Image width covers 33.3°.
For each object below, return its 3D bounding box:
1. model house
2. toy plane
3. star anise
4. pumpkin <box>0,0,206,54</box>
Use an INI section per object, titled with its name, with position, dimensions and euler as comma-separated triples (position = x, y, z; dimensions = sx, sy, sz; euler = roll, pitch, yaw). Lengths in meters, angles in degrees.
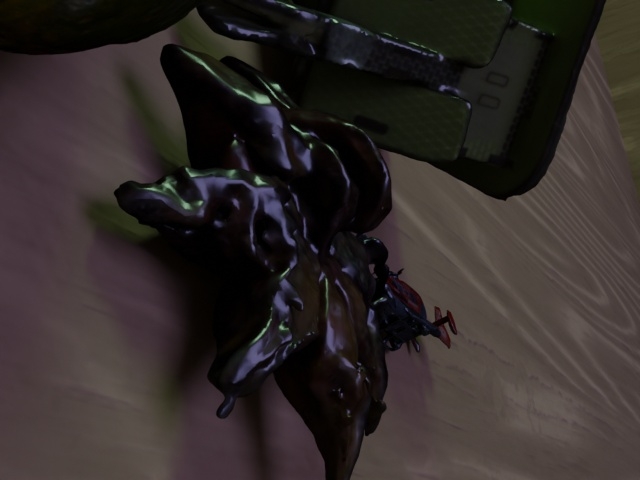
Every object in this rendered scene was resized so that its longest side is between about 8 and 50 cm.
[model house]
position = 0.015, -0.163, 0.733
dimensions = 0.279, 0.218, 0.204
euler = 7, 106, -33
[toy plane]
position = 0.062, 0.050, 0.778
dimensions = 0.145, 0.037, 0.060
euler = 35, 32, -49
[star anise]
position = 0.000, 0.000, 0.582
dimensions = 0.272, 0.103, 0.272
euler = 50, 27, -38
[pumpkin]
position = -0.098, -0.194, 0.391
dimensions = 0.260, 0.189, 0.260
euler = 45, 37, -49
